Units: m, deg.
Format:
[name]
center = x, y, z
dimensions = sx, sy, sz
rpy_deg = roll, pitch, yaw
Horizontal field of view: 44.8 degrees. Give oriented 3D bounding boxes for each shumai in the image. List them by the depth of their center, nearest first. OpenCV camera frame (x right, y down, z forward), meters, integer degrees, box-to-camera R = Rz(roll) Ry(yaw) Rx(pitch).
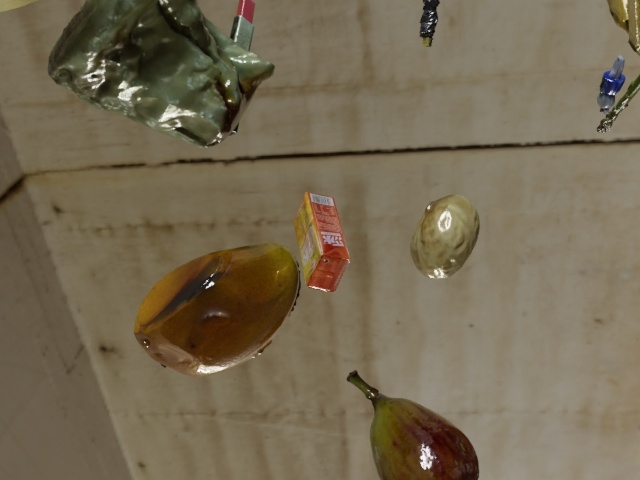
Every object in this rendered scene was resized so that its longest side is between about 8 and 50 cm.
[shumai]
center = -0.253, -0.319, 1.322
dimensions = 0.324, 0.323, 0.397
rpy_deg = -53, 18, -6

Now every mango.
[mango]
center = -0.131, 0.090, 1.059
dimensions = 0.166, 0.236, 0.136
rpy_deg = 54, 180, -35

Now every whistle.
[whistle]
center = 0.378, -0.204, 1.012
dimensions = 0.083, 0.029, 0.033
rpy_deg = 95, 167, -45

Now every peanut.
[peanut]
center = 0.217, -0.003, 1.355
dimensions = 0.140, 0.109, 0.159
rpy_deg = -48, -17, -23

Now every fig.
[fig]
center = 0.137, 0.327, 1.304
dimensions = 0.170, 0.274, 0.145
rpy_deg = -6, -44, -52

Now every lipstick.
[lipstick]
center = -0.173, -0.367, 1.596
dimensions = 0.051, 0.051, 0.312
rpy_deg = 22, -110, -36

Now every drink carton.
[drink carton]
center = 0.000, 0.000, 1.670
dimensions = 0.223, 0.071, 0.096
rpy_deg = -104, 32, -50

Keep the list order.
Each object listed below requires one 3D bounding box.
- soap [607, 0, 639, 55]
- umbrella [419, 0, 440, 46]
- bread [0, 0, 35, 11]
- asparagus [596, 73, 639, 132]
[soap]
center = 0.534, -0.477, 1.327
dimensions = 0.315, 0.091, 0.199
rpy_deg = 37, -150, -62
[umbrella]
center = 0.230, -0.481, 1.632
dimensions = 0.040, 0.037, 0.144
rpy_deg = 30, 118, 60
[bread]
center = -0.401, -0.370, 1.053
dimensions = 0.060, 0.139, 0.178
rpy_deg = 65, 161, -13
[asparagus]
center = 0.510, -0.248, 1.254
dimensions = 0.248, 0.025, 0.024
rpy_deg = 110, 154, -57
